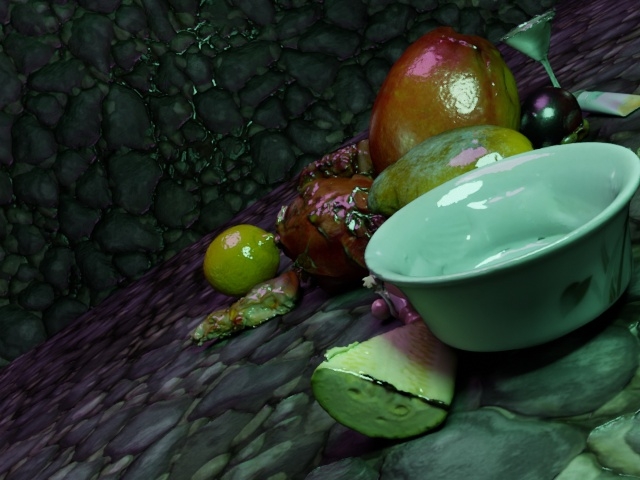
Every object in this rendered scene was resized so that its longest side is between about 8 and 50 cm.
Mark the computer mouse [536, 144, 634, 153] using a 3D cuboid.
[{"bbox_3d":[0.350,-0.072,1.177,0.379,0.090,0.167,-20,38,43],"label":"computer mouse"}]

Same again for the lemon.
[{"bbox_3d":[-0.208,0.056,1.837,0.244,0.187,0.187,-32,12,24],"label":"lemon"}]

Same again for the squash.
[{"bbox_3d":[0.094,0.152,0.931,0.169,0.093,0.252,16,27,7],"label":"squash"}]

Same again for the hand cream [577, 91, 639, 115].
[{"bbox_3d":[0.622,-0.292,1.489,0.076,0.047,0.174,-33,21,-6],"label":"hand cream"}]

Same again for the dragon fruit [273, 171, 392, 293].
[{"bbox_3d":[0.039,-0.017,1.442,0.314,0.250,0.250,-17,19,31],"label":"dragon fruit"}]

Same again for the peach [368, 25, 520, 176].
[{"bbox_3d":[0.257,-0.251,1.449,0.372,0.289,0.373,-164,90,-85],"label":"peach"}]

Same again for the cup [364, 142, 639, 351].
[{"bbox_3d":[0.245,0.023,0.883,0.347,0.163,0.347,-24,17,8],"label":"cup"}]

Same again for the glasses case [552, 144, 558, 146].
[{"bbox_3d":[0.371,-0.105,1.293,0.184,0.078,0.039,-24,15,33],"label":"glasses case"}]

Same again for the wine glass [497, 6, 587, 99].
[{"bbox_3d":[0.559,-0.435,1.727,0.156,0.232,0.156,-30,12,7],"label":"wine glass"}]

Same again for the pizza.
[{"bbox_3d":[-0.174,0.159,1.633,0.296,0.071,0.189,-29,14,19],"label":"pizza"}]

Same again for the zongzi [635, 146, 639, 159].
[{"bbox_3d":[0.553,-0.128,1.062,0.130,0.062,0.154,0,11,27],"label":"zongzi"}]

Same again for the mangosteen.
[{"bbox_3d":[0.481,-0.241,1.445,0.152,0.153,0.152,-31,13,8],"label":"mangosteen"}]

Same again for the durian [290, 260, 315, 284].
[{"bbox_3d":[0.000,0.000,1.650,0.102,0.147,0.208,30,43,29],"label":"durian"}]

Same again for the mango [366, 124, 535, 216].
[{"bbox_3d":[0.211,-0.098,1.152,0.316,0.146,0.193,-11,36,45],"label":"mango"}]

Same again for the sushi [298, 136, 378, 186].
[{"bbox_3d":[0.112,-0.179,1.929,0.343,0.197,0.182,-20,17,26],"label":"sushi"}]

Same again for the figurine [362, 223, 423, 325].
[{"bbox_3d":[0.141,0.052,1.138,0.200,0.133,0.276,-47,8,17],"label":"figurine"}]
